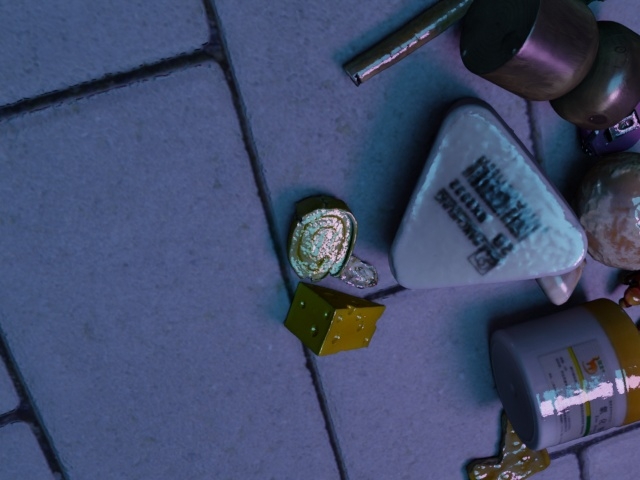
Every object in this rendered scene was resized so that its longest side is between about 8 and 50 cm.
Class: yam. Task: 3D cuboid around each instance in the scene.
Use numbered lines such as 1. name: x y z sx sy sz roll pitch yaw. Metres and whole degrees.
1. yam: 0.156 -0.338 1.502 0.264 0.046 0.046 -33 116 -1

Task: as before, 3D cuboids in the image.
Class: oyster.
1. oyster: 0.071 0.060 1.660 0.083 0.019 0.054 30 100 -21

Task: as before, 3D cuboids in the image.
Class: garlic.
1. garlic: 0.419 0.029 1.687 0.099 0.124 0.175 -28 85 27

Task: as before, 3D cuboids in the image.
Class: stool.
1. stool: 0.378 -0.303 1.478 0.264 0.179 0.179 18 107 -31

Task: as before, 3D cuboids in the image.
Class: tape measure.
1. tape measure: 0.510 -0.210 1.629 0.125 0.074 0.118 -33 117 3

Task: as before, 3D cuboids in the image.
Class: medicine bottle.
1. medicine bottle: 0.464 0.250 1.717 0.231 0.238 0.238 -16 115 -7

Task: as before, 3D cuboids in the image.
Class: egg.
1. egg: 0.545 -0.055 1.630 0.203 0.203 0.245 -29 141 -2

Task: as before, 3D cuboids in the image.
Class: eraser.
1. eraser: 0.301 -0.045 1.555 0.331 0.150 0.332 2 105 6

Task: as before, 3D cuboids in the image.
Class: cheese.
1. cheese: 0.043 0.149 1.660 0.171 0.126 0.093 13 103 -39

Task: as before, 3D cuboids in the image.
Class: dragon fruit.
1. dragon fruit: 0.666 0.073 1.763 0.207 0.150 0.133 -29 87 5

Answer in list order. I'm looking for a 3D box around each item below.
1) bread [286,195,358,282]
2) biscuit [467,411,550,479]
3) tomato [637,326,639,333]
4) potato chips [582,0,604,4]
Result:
1. bread: 0.000 0.000 1.592 0.117 0.064 0.156 11 110 -14
2. biscuit: 0.374 0.435 1.881 0.183 0.039 0.174 -28 117 -3
3. tomato: 0.731 0.220 1.850 0.189 0.099 0.173 36 98 -26
4. potato chips: 0.421 -0.575 1.464 0.358 0.070 0.429 -35 117 -2
